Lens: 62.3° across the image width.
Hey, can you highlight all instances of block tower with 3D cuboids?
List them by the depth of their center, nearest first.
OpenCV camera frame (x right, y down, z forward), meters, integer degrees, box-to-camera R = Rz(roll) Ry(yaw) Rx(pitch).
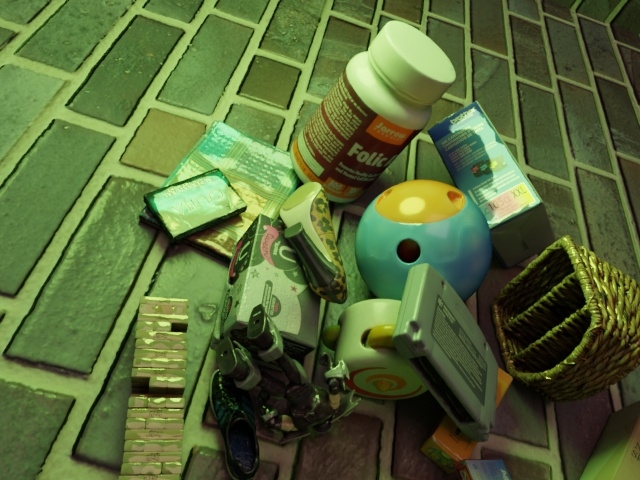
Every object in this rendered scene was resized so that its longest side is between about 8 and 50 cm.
[{"bbox_3d":[-0.277,0.264,0.898,0.097,0.091,0.335,6,54,-15],"label":"block tower"}]

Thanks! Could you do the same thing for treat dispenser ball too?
[{"bbox_3d":[0.217,0.014,1.131,0.288,0.288,0.288,10,52,-13],"label":"treat dispenser ball"}]

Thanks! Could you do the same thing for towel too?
[{"bbox_3d":[-0.212,-0.124,1.246,0.272,0.040,0.370,25,51,1],"label":"towel"}]

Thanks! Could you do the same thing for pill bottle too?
[{"bbox_3d":[0.113,-0.286,1.229,0.224,0.392,0.224,20,46,-23],"label":"pill bottle"}]

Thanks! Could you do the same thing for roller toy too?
[{"bbox_3d":[0.123,0.215,1.006,0.191,0.209,0.146,31,47,-28],"label":"roller toy"}]

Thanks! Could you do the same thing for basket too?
[{"bbox_3d":[0.490,0.183,1.095,0.223,0.299,0.213,34,52,4],"label":"basket"}]

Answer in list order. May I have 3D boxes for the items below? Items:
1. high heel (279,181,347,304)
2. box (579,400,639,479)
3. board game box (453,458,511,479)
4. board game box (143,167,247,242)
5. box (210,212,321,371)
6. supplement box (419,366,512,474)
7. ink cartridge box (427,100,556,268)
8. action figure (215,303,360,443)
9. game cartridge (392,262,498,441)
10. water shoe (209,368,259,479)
[{"bbox_3d":[0.000,0.000,1.041,0.186,0.093,0.261,58,20,-25],"label":"high heel"},{"bbox_3d":[0.616,0.473,1.035,0.148,0.121,0.311,41,52,14],"label":"box"},{"bbox_3d":[0.325,0.509,0.880,0.145,0.027,0.281,21,38,-41],"label":"board game box"},{"bbox_3d":[-0.271,-0.081,1.158,0.186,0.026,0.126,-28,68,-32],"label":"board game box"},{"bbox_3d":[-0.096,0.099,1.030,0.163,0.142,0.247,23,48,-20],"label":"box"},{"bbox_3d":[0.291,0.341,1.049,0.078,0.080,0.233,39,50,13],"label":"supplement box"},{"bbox_3d":[0.420,-0.159,1.339,0.270,0.151,0.395,37,30,-54],"label":"ink cartridge box"},{"bbox_3d":[-0.049,0.246,0.908,0.185,0.285,0.099,-37,31,1],"label":"action figure"},{"bbox_3d":[0.234,0.194,0.957,0.297,0.062,0.198,52,34,-23],"label":"game cartridge"},{"bbox_3d":[-0.141,0.307,0.919,0.073,0.080,0.203,-8,58,-25],"label":"water shoe"}]
